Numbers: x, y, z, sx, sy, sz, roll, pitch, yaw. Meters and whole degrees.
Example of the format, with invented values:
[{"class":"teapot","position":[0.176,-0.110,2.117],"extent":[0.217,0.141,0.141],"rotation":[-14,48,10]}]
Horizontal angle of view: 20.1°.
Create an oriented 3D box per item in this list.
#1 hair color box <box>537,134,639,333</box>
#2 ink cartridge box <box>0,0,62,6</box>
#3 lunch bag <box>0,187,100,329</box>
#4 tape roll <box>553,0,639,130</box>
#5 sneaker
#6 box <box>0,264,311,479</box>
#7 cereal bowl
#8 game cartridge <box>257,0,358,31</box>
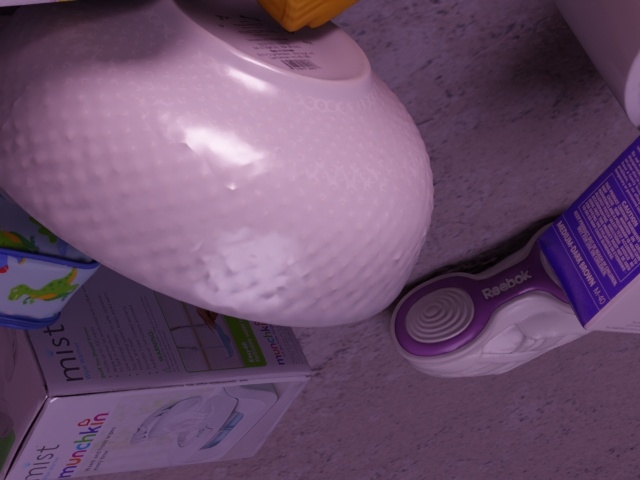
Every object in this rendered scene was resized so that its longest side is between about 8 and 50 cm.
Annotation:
[{"class":"hair color box","position":[0.360,-0.060,1.492],"extent":[0.185,0.110,0.339],"rotation":[6,139,-41]},{"class":"ink cartridge box","position":[-0.182,-0.261,1.097],"extent":[0.306,0.131,0.226],"rotation":[-8,144,-25]},{"class":"lunch bag","position":[-0.261,-0.046,1.267],"extent":[0.176,0.219,0.090],"rotation":[13,131,-42]},{"class":"tape roll","position":[0.321,-0.222,1.487],"extent":[0.246,0.169,0.246],"rotation":[-18,147,-12]},{"class":"sneaker","position":[0.224,0.065,1.907],"extent":[0.305,0.114,0.152],"rotation":[-17,156,4]},{"class":"box","position":[-0.170,0.044,1.425],"extent":[0.231,0.262,0.127],"rotation":[-4,142,-34]},{"class":"cereal bowl","position":[-0.065,-0.093,1.256],"extent":[0.339,0.339,0.141],"rotation":[5,121,-41]},{"class":"game cartridge","position":[0.090,-0.301,1.174],"extent":[0.285,0.052,0.324],"rotation":[-37,158,-28]}]
